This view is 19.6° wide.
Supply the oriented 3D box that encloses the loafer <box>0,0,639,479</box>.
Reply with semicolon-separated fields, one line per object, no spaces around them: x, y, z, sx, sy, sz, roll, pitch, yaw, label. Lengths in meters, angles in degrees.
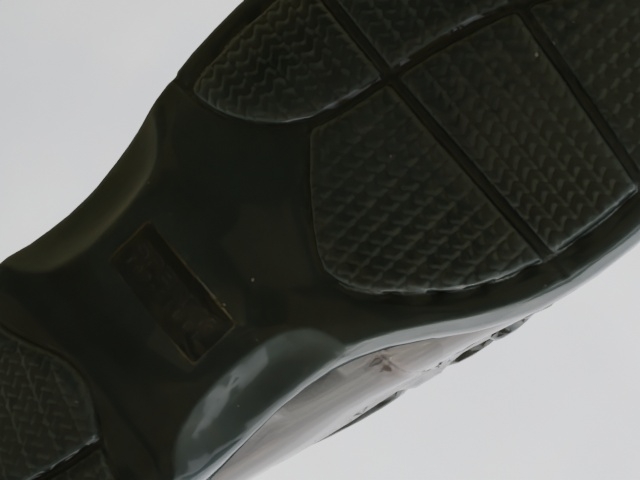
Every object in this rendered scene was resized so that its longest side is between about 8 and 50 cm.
0.000;0.000;0.440;0.267;0.084;0.096;-36;-103;14;loafer
